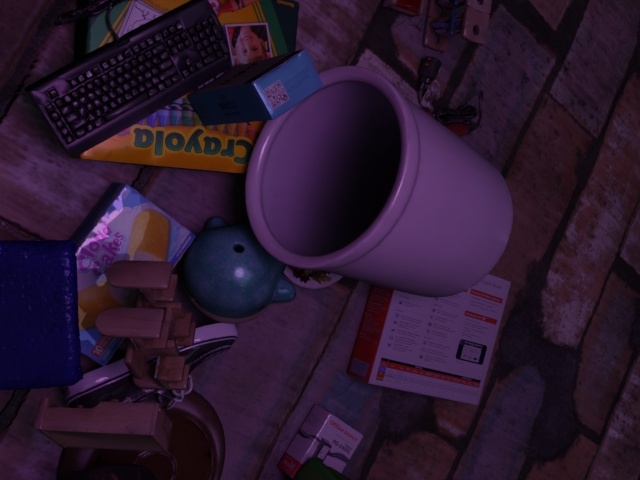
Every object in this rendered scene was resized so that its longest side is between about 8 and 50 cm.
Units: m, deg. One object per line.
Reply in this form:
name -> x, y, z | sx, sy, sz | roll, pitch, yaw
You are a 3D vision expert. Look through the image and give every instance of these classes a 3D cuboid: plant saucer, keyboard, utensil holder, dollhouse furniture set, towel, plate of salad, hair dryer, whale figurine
plant saucer -> -0.306, 0.410, 1.224 | 0.311, 0.050, 0.310 | -5, 99, -31
keyboard -> -0.296, -0.289, 1.041 | 0.317, 0.033, 0.201 | -37, 113, -22
utensil holder -> 0.116, -0.077, 1.200 | 0.386, 0.328, 0.327 | 19, 85, -49
dollhouse furniture set -> 0.239, -0.479, 1.413 | 0.184, 0.129, 0.128 | 6, 92, -33
dollhouse furniture set -> -0.295, 0.176, 1.010 | 0.161, 0.212, 0.242 | 2, 59, 2
towel -> -0.506, 0.105, 0.994 | 0.309, 0.076, 0.227 | 1, 100, -6
plate of salad -> 0.000, 0.000, 1.366 | 0.200, 0.048, 0.199 | -4, 98, -32
hair dryer -> 0.270, -0.234, 1.489 | 0.224, 0.080, 0.293 | 27, 81, -31
whale figurine -> -0.119, 0.021, 1.215 | 0.216, 0.141, 0.272 | 44, 58, 13

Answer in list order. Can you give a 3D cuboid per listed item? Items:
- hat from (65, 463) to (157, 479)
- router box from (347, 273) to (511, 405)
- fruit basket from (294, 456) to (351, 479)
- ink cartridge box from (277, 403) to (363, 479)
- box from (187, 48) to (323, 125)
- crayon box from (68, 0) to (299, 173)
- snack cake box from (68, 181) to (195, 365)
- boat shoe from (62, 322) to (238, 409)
hat -> -0.326, 0.437, 1.094 | 0.331, 0.331, 0.133 | 28, 37, -31
router box -> 0.251, 0.191, 1.521 | 0.336, 0.082, 0.301 | 19, 85, -32
fruit basket -> -0.006, 0.619, 1.209 | 0.283, 0.392, 0.392 | 41, 74, -28
ink cartridge box -> 0.001, 0.431, 1.404 | 0.109, 0.063, 0.150 | 41, 75, -28
box -> -0.106, -0.227, 1.036 | 0.100, 0.244, 0.060 | -38, 114, -22
crayon box -> -0.225, -0.278, 1.163 | 0.363, 0.106, 0.312 | 2, 94, -32
snack cake box -> -0.352, 0.052, 1.131 | 0.152, 0.089, 0.264 | 40, 75, -29
boat shoe -> -0.272, 0.234, 1.168 | 0.306, 0.113, 0.104 | -20, 75, -28
